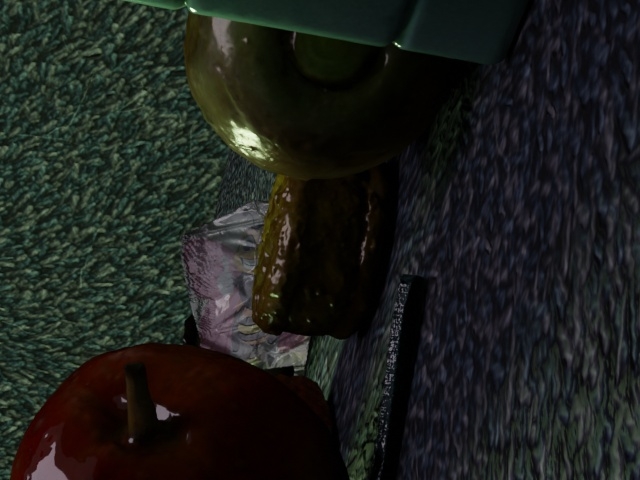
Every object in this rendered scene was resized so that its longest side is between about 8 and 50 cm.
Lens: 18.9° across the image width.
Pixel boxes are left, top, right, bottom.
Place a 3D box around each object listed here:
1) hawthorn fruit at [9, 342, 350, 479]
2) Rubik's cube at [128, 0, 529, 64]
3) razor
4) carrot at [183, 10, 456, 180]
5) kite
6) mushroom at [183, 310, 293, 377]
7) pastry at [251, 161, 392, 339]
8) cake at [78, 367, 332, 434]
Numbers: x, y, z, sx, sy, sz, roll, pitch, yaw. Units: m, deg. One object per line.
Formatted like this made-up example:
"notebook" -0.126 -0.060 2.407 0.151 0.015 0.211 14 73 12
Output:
"hawthorn fruit" -0.119 0.194 1.539 0.330 0.287 0.287 79 -168 -52
"Rubik's cube" 0.014 -0.354 1.314 0.316 0.322 0.318 107 169 -48
"razor" 0.053 0.119 1.482 0.066 0.033 0.190 4 78 37
"carrot" -0.005 -0.167 1.578 0.340 0.224 0.224 -127 48 -80
"kite" -0.073 0.124 2.042 0.022 0.204 0.360 31 -125 -51
"mushroom" -0.103 0.217 2.205 0.247 0.130 0.344 -16 -60 -76
"pastry" 0.000 0.000 1.757 0.189 0.103 0.188 -169 90 -83
"cake" -0.114 0.195 1.856 0.159 0.262 0.158 -50 -22 -70
